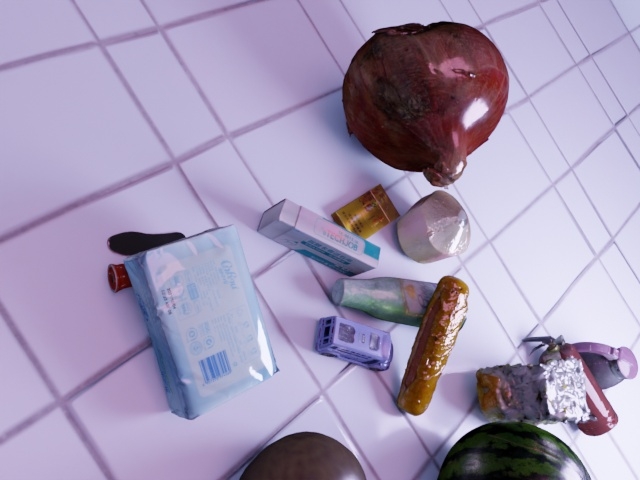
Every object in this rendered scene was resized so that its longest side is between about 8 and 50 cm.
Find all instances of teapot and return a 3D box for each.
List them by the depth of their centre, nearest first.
[{"bbox_3d":[0.690,0.293,1.433,0.116,0.146,0.148,-30,90,-37],"label":"teapot"}]

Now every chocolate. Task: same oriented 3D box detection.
[{"bbox_3d":[0.158,0.121,1.182,0.291,0.110,0.110,12,66,-27],"label":"chocolate"}]

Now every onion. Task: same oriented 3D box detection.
[{"bbox_3d":[0.210,-0.298,1.236,0.354,0.354,0.353,12,66,-29],"label":"onion"}]

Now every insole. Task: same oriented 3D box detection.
[{"bbox_3d":[-0.290,0.004,0.986,0.135,0.002,0.044,-6,77,-34],"label":"insole"}]

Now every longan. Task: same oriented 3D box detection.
[{"bbox_3d":[-0.025,0.392,0.903,0.213,0.198,0.197,5,70,-31],"label":"longan"}]

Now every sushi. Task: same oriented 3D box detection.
[{"bbox_3d":[0.467,0.326,1.250,0.274,0.184,0.139,6,70,-33],"label":"sushi"}]

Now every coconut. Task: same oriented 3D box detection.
[{"bbox_3d":[0.252,-0.027,1.261,0.147,0.153,0.147,10,69,-28],"label":"coconut"}]

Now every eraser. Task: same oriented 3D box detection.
[{"bbox_3d":[0.000,0.000,1.121,0.225,0.096,0.052,27,64,-23],"label":"eraser"}]

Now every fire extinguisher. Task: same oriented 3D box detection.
[{"bbox_3d":[0.589,0.330,1.387,0.105,0.105,0.268,-39,98,-37],"label":"fire extinguisher"}]

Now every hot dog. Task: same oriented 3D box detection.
[{"bbox_3d":[0.223,0.208,1.143,0.088,0.061,0.285,14,95,-36],"label":"hot dog"}]

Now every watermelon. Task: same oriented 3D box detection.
[{"bbox_3d":[0.354,0.477,1.070,0.285,0.285,0.284,12,66,-29],"label":"watermelon"}]

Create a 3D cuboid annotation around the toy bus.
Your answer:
[{"bbox_3d":[0.076,0.196,1.109,0.168,0.076,0.073,20,62,-25],"label":"toy bus"}]

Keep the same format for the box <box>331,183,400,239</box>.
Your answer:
[{"bbox_3d":[0.100,-0.055,1.253,0.156,0.022,0.089,-31,92,-37],"label":"box"}]

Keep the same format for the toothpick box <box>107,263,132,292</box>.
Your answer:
[{"bbox_3d":[-0.294,0.054,0.938,0.083,0.047,0.047,-10,78,-37],"label":"toothpick box"}]

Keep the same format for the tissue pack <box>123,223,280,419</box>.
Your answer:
[{"bbox_3d":[-0.186,0.123,0.931,0.177,0.089,0.263,-21,97,-37],"label":"tissue pack"}]
